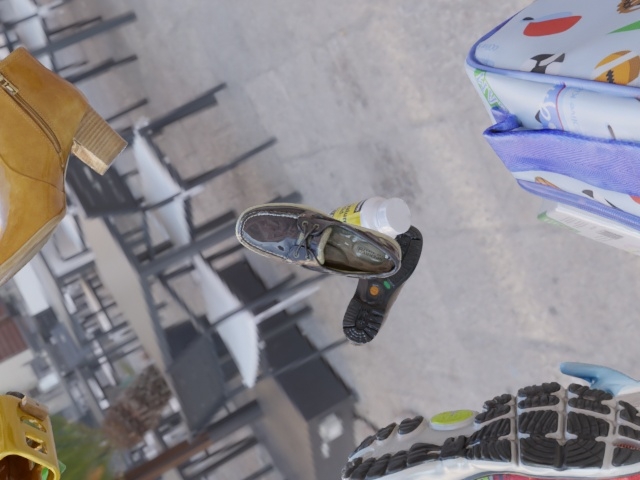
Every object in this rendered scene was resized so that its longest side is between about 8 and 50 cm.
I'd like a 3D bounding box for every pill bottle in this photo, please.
[{"bbox_3d":[0.064,-0.022,1.342,0.116,0.065,0.065,-15,103,48],"label":"pill bottle"}]

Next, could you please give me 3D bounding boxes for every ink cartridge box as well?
[{"bbox_3d":[0.464,-0.042,1.417,0.278,0.117,0.201,20,179,5],"label":"ink cartridge box"}]

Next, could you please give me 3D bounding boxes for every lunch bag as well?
[{"bbox_3d":[0.216,-0.090,0.493,0.115,0.243,0.303,58,170,-21],"label":"lunch bag"}]

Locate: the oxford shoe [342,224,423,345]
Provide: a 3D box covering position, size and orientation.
[{"bbox_3d":[0.100,0.075,1.707,0.082,0.227,0.096,29,168,9],"label":"oxford shoe"}]

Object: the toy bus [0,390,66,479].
[{"bbox_3d":[-0.390,0.248,1.283,0.202,0.104,0.191,43,-171,10],"label":"toy bus"}]

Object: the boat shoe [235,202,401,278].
[{"bbox_3d":[0.000,0.000,0.897,0.049,0.152,0.056,-128,48,-85],"label":"boat shoe"}]

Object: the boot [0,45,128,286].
[{"bbox_3d":[-0.412,-0.098,1.311,0.211,0.295,0.104,38,152,-9],"label":"boot"}]

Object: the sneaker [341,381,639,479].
[{"bbox_3d":[0.156,0.202,0.856,0.279,0.107,0.118,-15,113,32],"label":"sneaker"}]

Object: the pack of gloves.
[{"bbox_3d":[0.307,0.119,0.930,0.195,0.232,0.046,-23,75,52],"label":"pack of gloves"}]
